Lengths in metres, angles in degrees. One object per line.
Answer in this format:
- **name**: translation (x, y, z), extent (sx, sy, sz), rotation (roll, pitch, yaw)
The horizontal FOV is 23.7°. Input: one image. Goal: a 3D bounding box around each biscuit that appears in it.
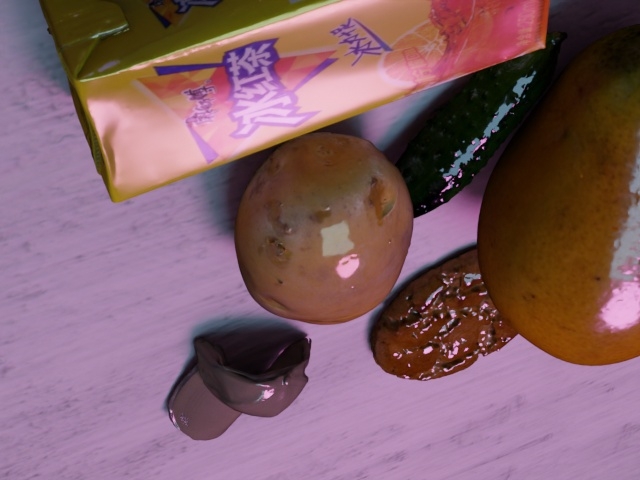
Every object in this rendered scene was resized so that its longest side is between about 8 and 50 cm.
- **biscuit**: translation (0.156, 0.084, 1.677), extent (0.226, 0.042, 0.226), rotation (-19, 148, -12)

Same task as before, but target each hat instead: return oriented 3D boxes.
- **hat**: translation (-0.077, 0.167, 1.583), extent (0.147, 0.085, 0.175), rotation (-3, 141, -36)

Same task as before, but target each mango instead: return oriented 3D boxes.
- **mango**: translation (0.278, -0.046, 1.397), extent (0.264, 0.221, 0.378), rotation (-18, 143, -19)

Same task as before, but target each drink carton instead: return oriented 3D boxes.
- **drink carton**: translation (-0.013, -0.161, 1.099), extent (0.351, 0.111, 0.154), rotation (-21, 149, -9)

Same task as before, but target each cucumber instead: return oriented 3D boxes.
- **cucumber**: translation (0.138, -0.105, 1.352), extent (0.069, 0.069, 0.227), rotation (11, 129, -46)

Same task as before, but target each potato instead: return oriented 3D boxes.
- **potato**: translation (0.000, 0.000, 1.342), extent (0.150, 0.146, 0.234), rotation (17, 150, 14)
